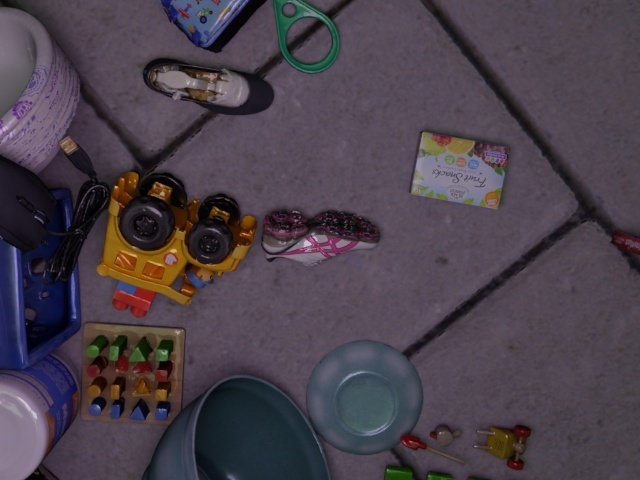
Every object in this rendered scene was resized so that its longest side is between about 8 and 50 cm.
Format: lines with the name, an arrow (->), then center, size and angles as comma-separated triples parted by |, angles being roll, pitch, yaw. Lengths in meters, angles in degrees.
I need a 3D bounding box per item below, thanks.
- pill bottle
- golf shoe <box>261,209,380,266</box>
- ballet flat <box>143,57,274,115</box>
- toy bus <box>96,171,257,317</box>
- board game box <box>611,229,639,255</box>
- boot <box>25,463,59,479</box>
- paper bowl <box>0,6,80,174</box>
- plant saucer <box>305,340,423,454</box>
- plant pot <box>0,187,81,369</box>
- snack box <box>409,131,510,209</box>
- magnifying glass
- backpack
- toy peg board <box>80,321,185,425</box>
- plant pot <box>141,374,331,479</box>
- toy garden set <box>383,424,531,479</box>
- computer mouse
pill bottle -> -0.440, 0.244, 1.283 | 0.152, 0.272, 0.153 | 0, 97, -1
golf shoe -> 0.000, 0.000, 1.377 | 0.186, 0.068, 0.086 | 3, 126, -4
ballet flat -> -0.172, -0.233, 1.333 | 0.203, 0.074, 0.074 | 12, 97, -3
toy bus -> -0.228, 0.025, 1.336 | 0.220, 0.149, 0.212 | 19, 109, -6
board game box -> 0.608, 0.043, 1.351 | 0.281, 0.145, 0.027 | 16, 96, -3
boot -> -0.497, 0.382, 1.282 | 0.138, 0.284, 0.377 | -40, 101, -4
paper bowl -> -0.478, -0.182, 1.252 | 0.284, 0.148, 0.284 | -9, 56, 14
plant saucer -> 0.073, 0.261, 1.419 | 0.194, 0.037, 0.195 | 0, 98, -2
plant pot -> -0.494, 0.048, 1.282 | 0.212, 0.236, 0.236 | 0, 98, 4
snack box -> 0.217, -0.110, 1.375 | 0.141, 0.037, 0.100 | 9, 98, -3
magnifying glass -> -0.053, -0.361, 1.345 | 0.092, 0.026, 0.231 | -33, 99, 3
backpack -> -0.176, -0.386, 1.284 | 0.158, 0.117, 0.173 | -44, 88, 14
toy peg board -> -0.302, 0.219, 1.381 | 0.161, 0.079, 0.161 | 4, 97, -2
plant pot -> -0.149, 0.375, 1.326 | 0.196, 0.293, 0.293 | -30, 98, 30
toy garden set -> 0.226, 0.387, 1.435 | 0.244, 0.049, 0.204 | 9, 99, -2
computer mouse -> -0.370, -0.072, 1.139 | 0.060, 0.262, 0.184 | 5, 61, 35
